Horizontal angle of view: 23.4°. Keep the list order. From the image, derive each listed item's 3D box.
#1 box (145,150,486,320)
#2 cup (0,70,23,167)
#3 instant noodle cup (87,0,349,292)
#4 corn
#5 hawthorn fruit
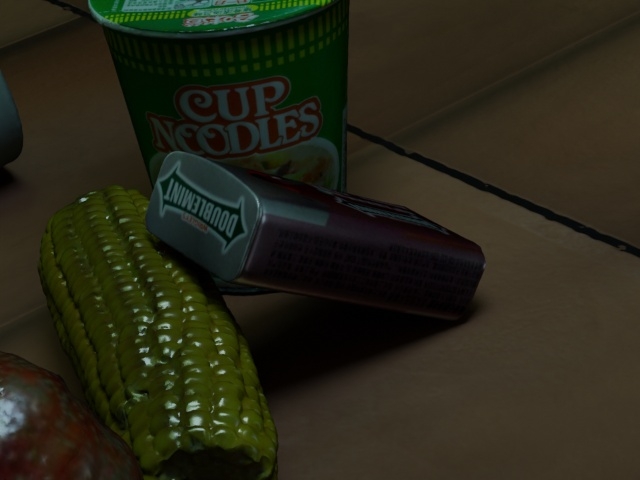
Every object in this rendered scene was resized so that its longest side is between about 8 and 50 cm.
[{"bbox_3d":[0.000,0.000,1.080,0.224,0.069,0.120,13,11,-41],"label":"box"},{"bbox_3d":[-0.428,-0.127,1.343,0.234,0.186,0.258,-31,76,-24],"label":"cup"},{"bbox_3d":[-0.058,-0.095,1.194,0.207,0.232,0.207,-6,30,3],"label":"instant noodle cup"},{"bbox_3d":[-0.114,0.071,1.043,0.120,0.120,0.363,-15,34,-12],"label":"corn"},{"bbox_3d":[-0.206,0.172,0.843,0.181,0.181,0.235,11,57,30],"label":"hawthorn fruit"}]
